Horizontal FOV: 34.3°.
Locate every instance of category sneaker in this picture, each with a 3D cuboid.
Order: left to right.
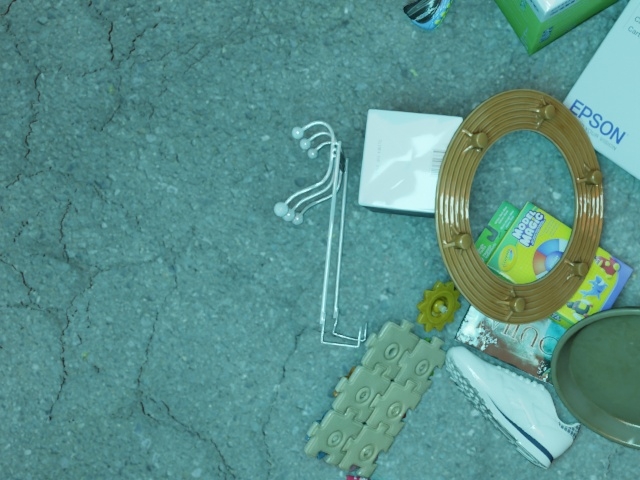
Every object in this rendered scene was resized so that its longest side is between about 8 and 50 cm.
[{"bbox_3d":[0.188,-0.426,1.625,0.078,0.067,0.188,26,95,0],"label":"sneaker"},{"bbox_3d":[0.291,0.240,1.600,0.095,0.090,0.235,-44,89,-8],"label":"sneaker"}]

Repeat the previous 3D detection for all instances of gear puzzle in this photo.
[{"bbox_3d":[0.102,0.199,1.593,0.339,0.175,0.044,-57,41,2],"label":"gear puzzle"}]

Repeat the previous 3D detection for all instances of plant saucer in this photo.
[{"bbox_3d":[0.479,0.200,1.519,0.277,0.041,0.278,15,131,17],"label":"plant saucer"}]

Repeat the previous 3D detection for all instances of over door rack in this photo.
[{"bbox_3d":[0.000,0.000,1.551,0.108,0.239,0.325,-7,87,5],"label":"over door rack"}]

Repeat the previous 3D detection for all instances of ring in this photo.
[{"bbox_3d":[0.295,-0.047,1.467,0.336,0.032,0.337,-3,94,-34],"label":"ring"}]

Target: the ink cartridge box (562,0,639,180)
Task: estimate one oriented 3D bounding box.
[{"bbox_3d":[0.555,-0.223,1.487,0.324,0.071,0.330,40,114,24],"label":"ink cartridge box"}]

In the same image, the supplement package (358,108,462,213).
[{"bbox_3d":[0.138,-0.107,1.535,0.133,0.244,0.139,6,90,7],"label":"supplement package"}]

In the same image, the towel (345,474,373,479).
[{"bbox_3d":[0.153,0.480,1.574,0.274,0.031,0.199,14,61,0],"label":"towel"}]

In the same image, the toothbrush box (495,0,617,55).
[{"bbox_3d":[0.369,-0.396,1.496,0.206,0.283,0.122,-32,86,6],"label":"toothbrush box"}]

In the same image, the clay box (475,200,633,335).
[{"bbox_3d":[0.348,0.038,1.589,0.222,0.053,0.127,33,75,5],"label":"clay box"}]

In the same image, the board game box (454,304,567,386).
[{"bbox_3d":[0.318,0.139,1.619,0.186,0.026,0.126,25,91,6],"label":"board game box"}]
